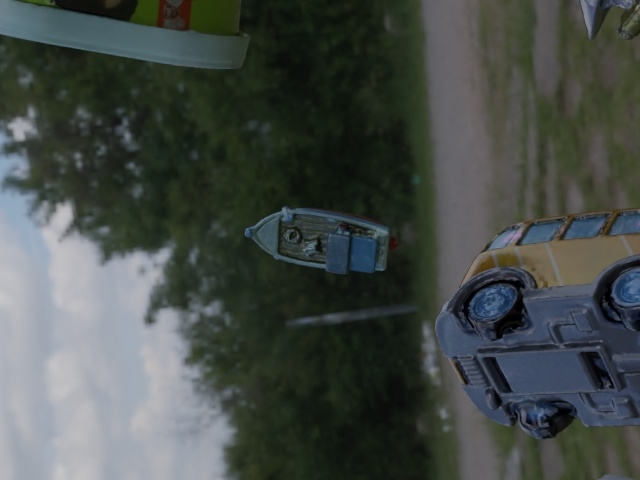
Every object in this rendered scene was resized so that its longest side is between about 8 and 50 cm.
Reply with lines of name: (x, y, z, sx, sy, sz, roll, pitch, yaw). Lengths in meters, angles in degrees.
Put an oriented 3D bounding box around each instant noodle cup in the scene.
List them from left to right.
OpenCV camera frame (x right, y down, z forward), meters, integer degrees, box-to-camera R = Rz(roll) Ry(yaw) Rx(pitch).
instant noodle cup: (-0.172, -0.322, 1.167, 0.294, 0.293, 0.308, -114, 34, -78)

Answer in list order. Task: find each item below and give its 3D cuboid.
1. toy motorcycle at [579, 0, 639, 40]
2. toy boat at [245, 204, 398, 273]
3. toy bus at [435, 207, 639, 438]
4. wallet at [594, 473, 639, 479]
toy motorcycle: (0.168, -0.210, 0.797, 0.073, 0.152, 0.225, -87, -14, -46)
toy boat: (0.000, 0.000, 1.576, 0.059, 0.172, 0.069, -50, -32, -64)
toy bus: (0.199, 0.048, 0.949, 0.126, 0.209, 0.136, 60, -139, -31)
wallet: (0.204, 0.182, 0.836, 0.190, 0.095, 0.033, -3, 110, 61)
